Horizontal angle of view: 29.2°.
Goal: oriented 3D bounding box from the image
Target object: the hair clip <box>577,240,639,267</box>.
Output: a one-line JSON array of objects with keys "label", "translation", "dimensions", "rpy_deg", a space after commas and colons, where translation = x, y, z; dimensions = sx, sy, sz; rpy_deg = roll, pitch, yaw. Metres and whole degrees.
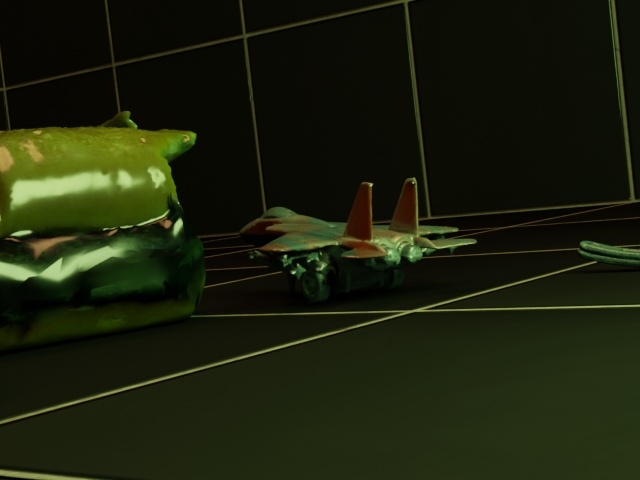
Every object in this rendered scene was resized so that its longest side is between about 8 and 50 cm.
[{"label": "hair clip", "translation": [0.338, 0.004, 1.107], "dimensions": [0.230, 0.070, 0.039], "rpy_deg": [-14, 2, 36]}]

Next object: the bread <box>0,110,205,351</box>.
[{"label": "bread", "translation": [-0.286, 0.002, 1.127], "dimensions": [0.377, 0.208, 0.251], "rpy_deg": [-13, 1, -34]}]

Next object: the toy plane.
[{"label": "toy plane", "translation": [0.001, 0.007, 1.239], "dimensions": [0.223, 0.104, 0.326], "rpy_deg": [-7, -1, -32]}]
